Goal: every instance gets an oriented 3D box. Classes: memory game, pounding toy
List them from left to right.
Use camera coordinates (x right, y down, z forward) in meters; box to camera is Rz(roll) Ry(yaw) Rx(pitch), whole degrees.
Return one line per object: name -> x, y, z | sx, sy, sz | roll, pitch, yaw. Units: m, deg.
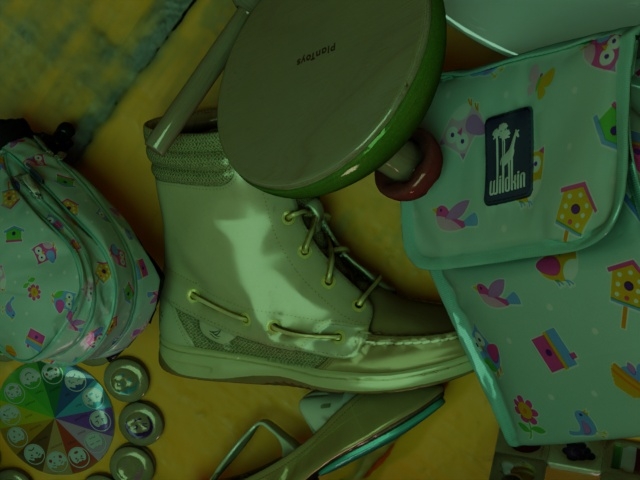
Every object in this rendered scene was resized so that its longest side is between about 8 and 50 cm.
memory game -> -0.213, 0.141, 1.511 | 0.186, 0.012, 0.186 | 3, 107, 10
pounding toy -> 0.016, -0.100, 1.282 | 0.110, 0.237, 0.183 | 30, 80, -40

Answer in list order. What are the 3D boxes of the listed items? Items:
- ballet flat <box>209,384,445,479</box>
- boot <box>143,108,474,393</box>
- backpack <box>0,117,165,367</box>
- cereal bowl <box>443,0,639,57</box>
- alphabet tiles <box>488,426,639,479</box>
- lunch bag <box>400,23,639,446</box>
ballet flat -> -0.012, 0.156, 1.442 | 0.232, 0.080, 0.073 | -38, 81, 18
boot -> 0.000, 0.000, 1.380 | 0.262, 0.095, 0.204 | 2, 107, 19
backpack -> -0.207, 0.015, 1.394 | 0.182, 0.115, 0.152 | 43, 118, 23
cereal bowl -> 0.180, -0.267, 1.200 | 0.339, 0.141, 0.339 | 17, 142, 14
alphabet tiles -> 0.206, 0.221, 1.334 | 0.198, 0.237, 0.009 | 10, 129, 9
lunch bag -> 0.180, -0.007, 1.267 | 0.223, 0.160, 0.262 | -12, 108, 52
